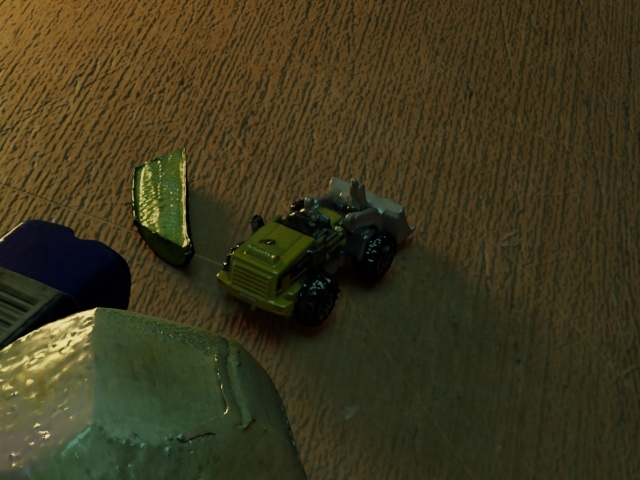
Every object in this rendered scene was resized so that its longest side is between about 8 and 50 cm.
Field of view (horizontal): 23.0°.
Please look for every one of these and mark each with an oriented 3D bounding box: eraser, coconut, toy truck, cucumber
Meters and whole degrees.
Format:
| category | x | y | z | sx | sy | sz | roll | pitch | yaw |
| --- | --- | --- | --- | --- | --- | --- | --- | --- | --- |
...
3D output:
| category | x | y | z | sx | sy | sz | roll | pitch | yaw |
| --- | --- | --- | --- | --- | --- | --- | --- | --- | --- |
| eraser | -0.346 | 0.103 | 1.627 | 0.155 | 0.101 | 0.332 | 21 | 37 | 18 |
| coconut | -0.173 | 0.223 | 1.322 | 0.352 | 0.353 | 0.352 | 4 | 37 | -3 |
| toy truck | 0.000 | 0.000 | 1.804 | 0.136 | 0.111 | 0.286 | 24 | 38 | 25 |
| cucumber | -0.191 | -0.036 | 1.882 | 0.070 | 0.046 | 0.220 | -2 | 36 | -7 |
